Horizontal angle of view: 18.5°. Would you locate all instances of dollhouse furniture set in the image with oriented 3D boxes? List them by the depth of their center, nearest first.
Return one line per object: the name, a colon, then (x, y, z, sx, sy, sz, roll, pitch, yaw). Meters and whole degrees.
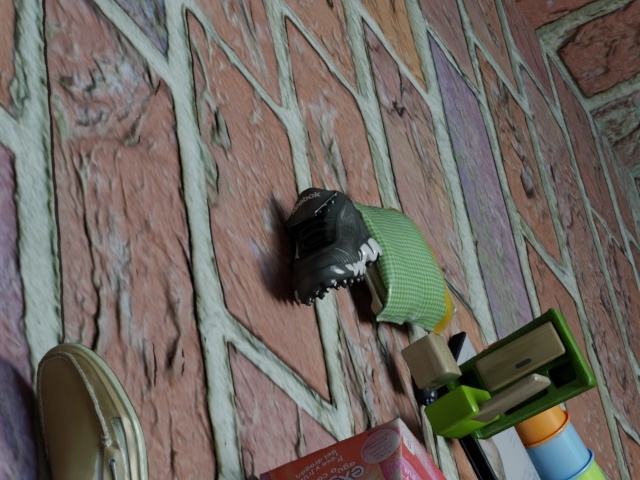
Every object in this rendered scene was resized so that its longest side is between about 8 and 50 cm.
dollhouse furniture set: (0.155, 0.057, 2.193, 0.301, 0.151, 0.197, 64, 16, 18)

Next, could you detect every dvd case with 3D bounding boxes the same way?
dvd case: (0.212, 0.250, 2.377, 0.253, 0.022, 0.180, 63, 17, -11)

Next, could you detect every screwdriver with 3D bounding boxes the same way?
screwdriver: (0.128, 0.206, 2.178, 0.025, 0.024, 0.170, 16, 43, -31)

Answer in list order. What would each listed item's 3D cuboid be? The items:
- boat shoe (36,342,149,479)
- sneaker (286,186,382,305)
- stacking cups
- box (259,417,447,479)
boat shoe: (-0.157, 0.162, 1.341, 0.072, 0.068, 0.190, -13, 79, -61)
sneaker: (0.000, 0.000, 1.999, 0.106, 0.078, 0.234, 62, 14, -2)
stacking cups: (0.294, 0.272, 2.505, 0.316, 0.096, 0.096, 57, 19, -16)
box: (0.079, 0.318, 1.694, 0.300, 0.142, 0.154, 53, 21, -35)
